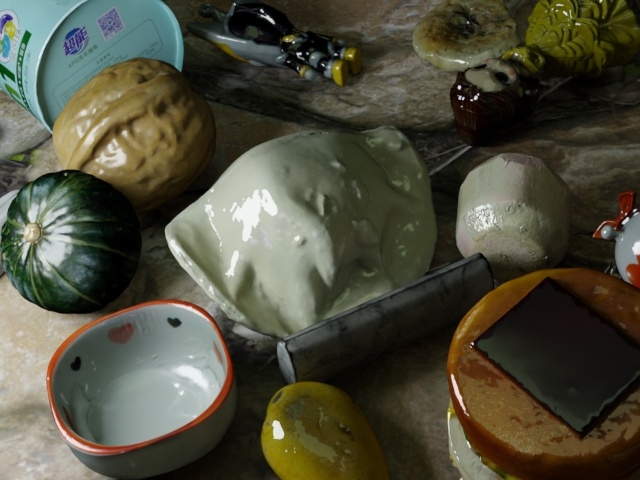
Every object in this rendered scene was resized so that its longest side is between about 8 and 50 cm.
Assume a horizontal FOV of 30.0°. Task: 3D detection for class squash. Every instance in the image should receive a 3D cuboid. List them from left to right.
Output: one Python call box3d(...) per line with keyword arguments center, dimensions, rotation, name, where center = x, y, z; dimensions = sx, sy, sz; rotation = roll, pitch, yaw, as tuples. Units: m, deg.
box3d(center=(-0.361, 0.002, 1.728), dimensions=(0.218, 0.218, 0.172), rotation=(28, 18, 33), name="squash")

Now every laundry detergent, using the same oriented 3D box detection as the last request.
box3d(center=(-0.432, -0.346, 2.027), dimensions=(0.287, 0.287, 0.305), rotation=(-35, 49, -23), name="laundry detergent")

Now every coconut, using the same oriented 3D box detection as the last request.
box3d(center=(0.274, -0.040, 1.666), dimensions=(0.170, 0.171, 0.183), rotation=(5, 48, 16), name="coconut")

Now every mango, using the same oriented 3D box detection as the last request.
box3d(center=(0.009, 0.253, 1.462), dimensions=(0.137, 0.098, 0.195), rotation=(-35, 53, -28), name="mango")

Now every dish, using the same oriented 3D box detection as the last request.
box3d(center=(-0.221, 0.206, 1.541), dimensions=(0.256, 0.117, 0.256), rotation=(-6, 44, 6), name="dish")

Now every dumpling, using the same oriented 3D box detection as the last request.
box3d(center=(0.000, 0.000, 1.686), dimensions=(0.395, 0.233, 0.316), rotation=(-28, 79, -23), name="dumpling")

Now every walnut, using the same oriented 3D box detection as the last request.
box3d(center=(-0.293, -0.159, 1.860), dimensions=(0.257, 0.257, 0.224), rotation=(-36, 81, -24), name="walnut")

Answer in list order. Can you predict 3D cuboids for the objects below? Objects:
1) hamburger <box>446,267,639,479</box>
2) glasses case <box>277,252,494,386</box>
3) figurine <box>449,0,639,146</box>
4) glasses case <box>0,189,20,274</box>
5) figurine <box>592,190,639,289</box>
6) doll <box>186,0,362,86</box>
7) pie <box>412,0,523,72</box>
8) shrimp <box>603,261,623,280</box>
box3d(center=(0.273, 0.188, 1.372), dimensions=(0.290, 0.225, 0.291), rotation=(-5, 57, 7), name="hamburger")
box3d(center=(0.088, 0.109, 1.573), dimensions=(0.299, 0.114, 0.060), rotation=(-22, 59, -16), name="glasses case")
box3d(center=(0.333, -0.282, 1.890), dimensions=(0.315, 0.168, 0.187), rotation=(-35, 76, -25), name="figurine")
box3d(center=(-0.512, 0.015, 1.815), dimensions=(0.059, 0.092, 0.233), rotation=(19, 50, 31), name="glasses case")
box3d(center=(0.450, 0.031, 1.503), dimensions=(0.160, 0.183, 0.226), rotation=(-38, 63, -26), name="figurine")
box3d(center=(-0.078, -0.357, 2.101), dimensions=(0.316, 0.103, 0.146), rotation=(23, 68, 20), name="doll")
box3d(center=(0.251, -0.358, 2.073), dimensions=(0.185, 0.052, 0.218), rotation=(-19, 42, 0), name="pie")
box3d(center=(0.393, 0.125, 1.556), dimensions=(0.143, 0.052, 0.251), rotation=(15, 56, 11), name="shrimp")
